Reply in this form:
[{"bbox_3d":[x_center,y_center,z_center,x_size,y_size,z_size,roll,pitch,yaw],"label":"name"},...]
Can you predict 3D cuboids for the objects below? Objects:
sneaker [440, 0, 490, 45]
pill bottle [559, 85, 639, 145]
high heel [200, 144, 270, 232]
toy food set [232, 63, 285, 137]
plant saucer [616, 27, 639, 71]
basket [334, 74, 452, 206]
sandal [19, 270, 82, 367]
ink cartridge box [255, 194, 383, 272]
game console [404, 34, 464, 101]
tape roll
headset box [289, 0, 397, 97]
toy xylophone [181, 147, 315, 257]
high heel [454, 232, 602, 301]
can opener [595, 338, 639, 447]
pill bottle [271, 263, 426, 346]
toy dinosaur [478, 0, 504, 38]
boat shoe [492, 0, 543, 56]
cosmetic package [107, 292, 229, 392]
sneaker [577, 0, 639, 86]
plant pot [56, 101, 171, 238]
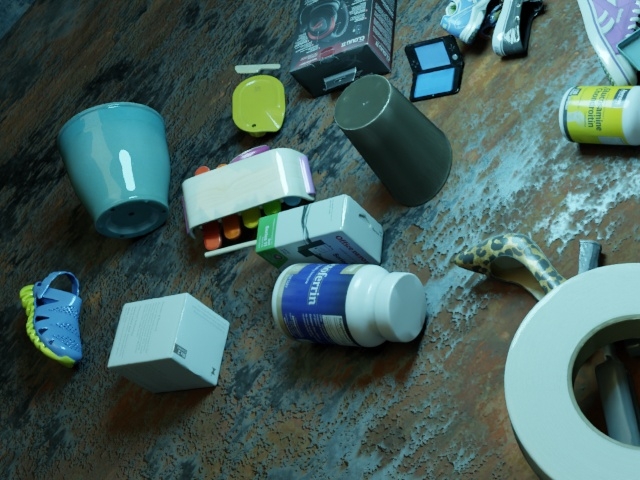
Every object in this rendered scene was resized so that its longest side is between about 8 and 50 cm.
[{"bbox_3d":[0.315,-0.504,1.995,0.081,0.080,0.211,22,51,2],"label":"sneaker"},{"bbox_3d":[0.522,-0.219,1.652,0.184,0.103,0.103,8,67,42],"label":"pill bottle"},{"bbox_3d":[-0.192,-0.113,2.181,0.244,0.082,0.117,-37,73,-6],"label":"high heel"},{"bbox_3d":[-0.144,-0.328,2.287,0.128,0.071,0.217,-7,56,7],"label":"toy food set"},{"bbox_3d":[0.614,-0.368,1.682,0.192,0.018,0.067,-35,74,-17],"label":"plant saucer"},{"bbox_3d":[0.139,-0.207,1.857,0.154,0.227,0.204,-21,51,27],"label":"basket"},{"bbox_3d":[-0.635,0.178,2.285,0.138,0.126,0.317,-40,46,3],"label":"sandal"},{"bbox_3d":[0.000,0.000,1.879,0.208,0.153,0.086,-15,54,32],"label":"ink cartridge box"},{"bbox_3d":[0.236,-0.366,2.005,0.122,0.107,0.071,-6,30,35],"label":"game console"},{"bbox_3d":[0.460,0.212,1.346,0.392,0.072,0.392,-8,57,12],"label":"tape roll"},{"bbox_3d":[0.054,-0.479,2.193,0.218,0.110,0.293,-14,53,31],"label":"headset box"},{"bbox_3d":[-0.171,-0.078,2.074,0.323,0.081,0.236,-9,72,19],"label":"toy xylophone"},{"bbox_3d":[0.337,0.084,1.592,0.261,0.093,0.186,-2,54,27],"label":"high heel"},{"bbox_3d":[0.461,0.209,1.428,0.093,0.074,0.280,-18,52,29],"label":"can opener"},{"bbox_3d":[0.053,0.120,1.756,0.265,0.153,0.153,0,62,37],"label":"pill bottle"},{"bbox_3d":[0.369,-0.465,2.003,0.082,0.047,0.090,-42,10,20],"label":"toy dinosaur"},{"bbox_3d":[0.418,-0.481,1.934,0.076,0.080,0.228,9,68,35],"label":"boat shoe"},{"bbox_3d":[-0.317,0.218,1.980,0.184,0.151,0.151,-11,55,31],"label":"cosmetic package"},{"bbox_3d":[0.576,-0.399,1.737,0.161,0.102,0.282,-20,51,23],"label":"sneaker"},{"bbox_3d":[-0.485,-0.154,2.308,0.272,0.272,0.255,-29,63,20],"label":"plant pot"}]
